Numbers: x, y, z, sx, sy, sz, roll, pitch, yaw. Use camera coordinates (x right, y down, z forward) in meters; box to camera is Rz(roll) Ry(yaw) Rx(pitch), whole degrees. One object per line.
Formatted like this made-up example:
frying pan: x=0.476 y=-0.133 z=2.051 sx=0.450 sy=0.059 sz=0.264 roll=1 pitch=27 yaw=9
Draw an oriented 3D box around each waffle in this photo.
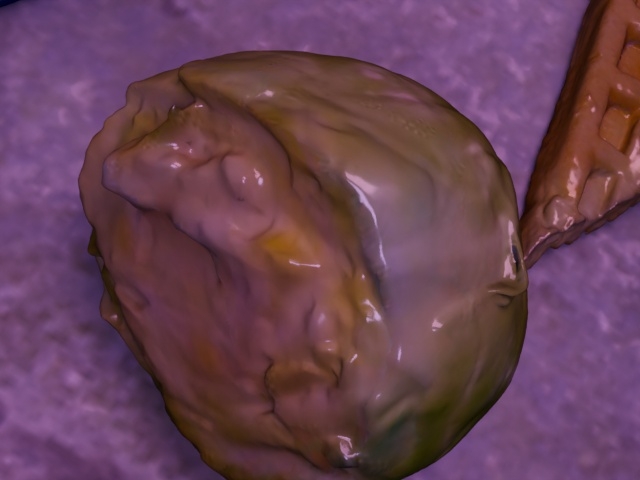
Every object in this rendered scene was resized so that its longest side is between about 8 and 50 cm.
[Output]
waffle: x=0.149 y=-0.029 z=0.660 sx=0.125 sy=0.032 sz=0.191 roll=25 pitch=60 yaw=-7

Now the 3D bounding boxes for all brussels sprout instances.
brussels sprout: x=0.004 y=0.001 z=0.528 sx=0.122 sy=0.149 sz=0.151 roll=-29 pitch=90 yaw=-46

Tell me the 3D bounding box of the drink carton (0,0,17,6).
drink carton: x=-0.080 y=-0.206 z=0.508 sx=0.131 sy=0.315 sz=0.106 roll=-27 pitch=75 yaw=-29
